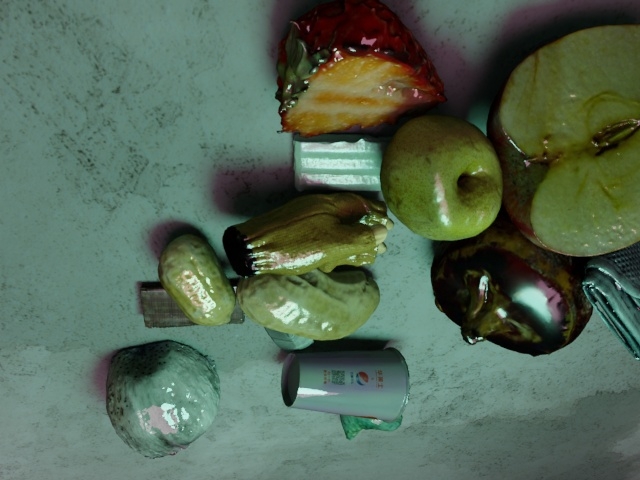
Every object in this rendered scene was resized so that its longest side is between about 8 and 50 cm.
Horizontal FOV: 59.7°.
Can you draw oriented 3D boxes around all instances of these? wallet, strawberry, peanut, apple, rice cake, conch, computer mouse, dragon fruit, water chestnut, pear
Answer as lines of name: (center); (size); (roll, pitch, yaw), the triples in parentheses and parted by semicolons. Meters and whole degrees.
wallet: (-0.289, 0.146, 1.277); (0.230, 0.042, 0.124); (0, 124, -7)
strawberry: (0.063, -0.283, 0.858); (0.280, 0.150, 0.253); (-10, 165, -9)
wallet: (0.637, 0.033, 1.109); (0.237, 0.342, 0.075); (47, 148, -16)
peanut: (-0.022, 0.131, 1.226); (0.340, 0.174, 0.158); (22, 143, -28)
apple: (0.465, -0.170, 0.933); (0.364, 0.295, 0.329); (-28, 138, 6)
rice cake: (0.064, -0.148, 1.057); (0.237, 0.043, 0.127); (-2, 132, -8)
conch: (0.153, 0.495, 1.634); (0.202, 0.134, 0.196); (-17, 175, -1)
computer mouse: (-0.077, 0.205, 1.351); (0.126, 0.071, 0.231); (-17, 133, 6)
dragon fruit: (-0.410, 0.397, 1.388); (0.282, 0.204, 0.221); (-16, 133, 4)
water chestnut: (0.382, 0.105, 1.150); (0.350, 0.302, 0.351); (24, 139, 23)
peanut: (-0.256, 0.090, 1.163); (0.129, 0.129, 0.224); (-19, 114, 8)
pear: (0.199, -0.110, 0.963); (0.188, 0.211, 0.229); (-34, 111, -15)

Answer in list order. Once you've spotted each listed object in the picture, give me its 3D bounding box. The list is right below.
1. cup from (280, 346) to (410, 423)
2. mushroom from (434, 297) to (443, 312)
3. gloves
cup: (0.055, 0.362, 1.427); (0.288, 0.203, 0.203); (9, 131, -23)
mushroom: (0.338, 0.133, 1.368); (0.123, 0.052, 0.123); (-7, 128, -9)
gloves: (-0.009, -0.014, 1.080); (0.356, 0.156, 0.203); (-4, 176, -25)
